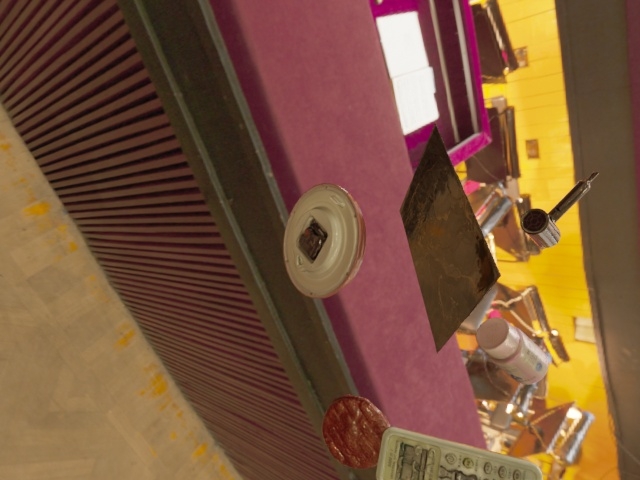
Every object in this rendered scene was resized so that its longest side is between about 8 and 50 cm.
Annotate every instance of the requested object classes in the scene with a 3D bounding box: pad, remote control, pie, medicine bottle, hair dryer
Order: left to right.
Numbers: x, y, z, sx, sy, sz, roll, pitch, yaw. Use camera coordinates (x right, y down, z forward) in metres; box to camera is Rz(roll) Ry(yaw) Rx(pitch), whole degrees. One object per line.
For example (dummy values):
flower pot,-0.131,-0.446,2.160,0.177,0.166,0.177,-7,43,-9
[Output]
pie,0.084,0.464,1.065,0.049,0.182,0.183,-4,95,-61
pad,0.215,-0.011,0.813,0.007,0.248,0.368,2,49,-9
remote control,0.293,0.504,0.949,0.065,0.335,0.128,51,51,-74
medicine bottle,0.673,0.387,1.544,0.254,0.152,0.152,39,64,-25
hair dryer,0.705,-0.088,1.259,0.248,0.078,0.195,-49,139,16

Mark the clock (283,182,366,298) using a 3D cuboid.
clock,-0.001,0.000,0.921,0.056,0.244,0.245,6,87,-40
